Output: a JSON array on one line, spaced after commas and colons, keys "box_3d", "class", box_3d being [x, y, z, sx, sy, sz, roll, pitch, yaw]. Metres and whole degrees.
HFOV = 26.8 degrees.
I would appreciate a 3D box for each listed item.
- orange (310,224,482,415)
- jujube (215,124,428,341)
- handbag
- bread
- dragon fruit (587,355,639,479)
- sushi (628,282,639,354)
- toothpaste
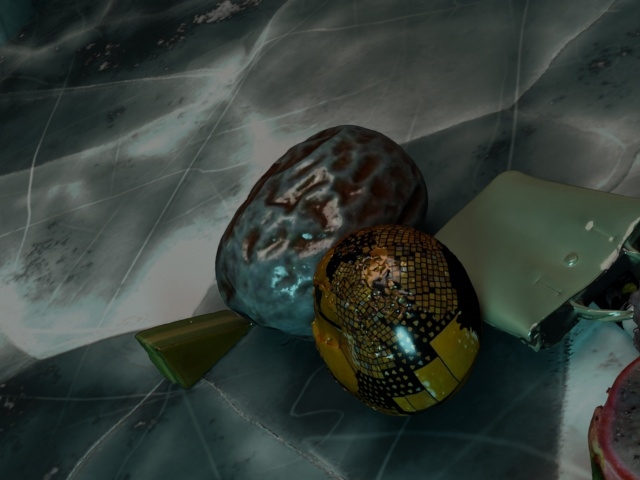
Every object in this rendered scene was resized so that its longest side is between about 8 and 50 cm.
[{"box_3d": [0.090, 0.094, 1.586, 0.182, 0.234, 0.234, -13, 28, -25], "class": "orange"}, {"box_3d": [-0.006, -0.006, 1.786, 0.246, 0.215, 0.308, 3, 48, 39], "class": "jujube"}, {"box_3d": [0.280, 0.019, 1.607, 0.241, 0.109, 0.315, -44, 28, -14], "class": "handbag"}, {"box_3d": [-0.172, 0.124, 1.860, 0.139, 0.084, 0.074, -43, 36, -19], "class": "bread"}, {"box_3d": [0.405, 0.217, 1.254, 0.290, 0.189, 0.291, -14, 33, 9], "class": "dragon fruit"}, {"box_3d": [0.430, 0.047, 1.434, 0.241, 0.161, 0.107, -35, 52, -12], "class": "sushi"}, {"box_3d": [0.352, 0.065, 1.595, 0.071, 0.045, 0.193, -28, 29, 2], "class": "toothpaste"}]
